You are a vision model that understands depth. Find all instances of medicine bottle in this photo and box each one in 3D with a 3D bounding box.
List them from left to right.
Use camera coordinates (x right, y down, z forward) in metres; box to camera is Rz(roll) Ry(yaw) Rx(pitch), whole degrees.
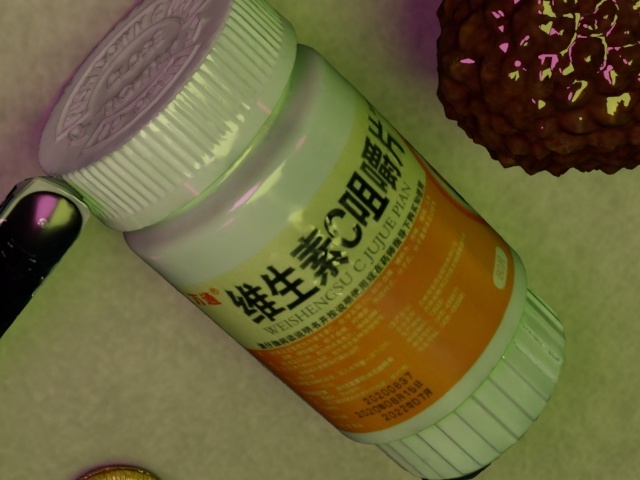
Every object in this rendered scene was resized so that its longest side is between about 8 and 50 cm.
[{"bbox_3d":[0.000,0.000,1.035,0.158,0.158,0.318,-48,118,-2],"label":"medicine bottle"}]

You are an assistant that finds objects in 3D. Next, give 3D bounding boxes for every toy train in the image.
[{"bbox_3d":[-0.191,0.033,0.979,0.043,0.047,0.207,31,124,-18],"label":"toy train"}]

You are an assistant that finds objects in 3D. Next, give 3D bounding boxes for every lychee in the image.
[{"bbox_3d":[0.185,-0.147,1.024,0.271,0.236,0.236,-37,116,-14],"label":"lychee"}]

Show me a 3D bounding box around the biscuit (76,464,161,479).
[{"bbox_3d":[-0.130,0.182,1.114,0.084,0.023,0.084,-6,107,-19],"label":"biscuit"}]
